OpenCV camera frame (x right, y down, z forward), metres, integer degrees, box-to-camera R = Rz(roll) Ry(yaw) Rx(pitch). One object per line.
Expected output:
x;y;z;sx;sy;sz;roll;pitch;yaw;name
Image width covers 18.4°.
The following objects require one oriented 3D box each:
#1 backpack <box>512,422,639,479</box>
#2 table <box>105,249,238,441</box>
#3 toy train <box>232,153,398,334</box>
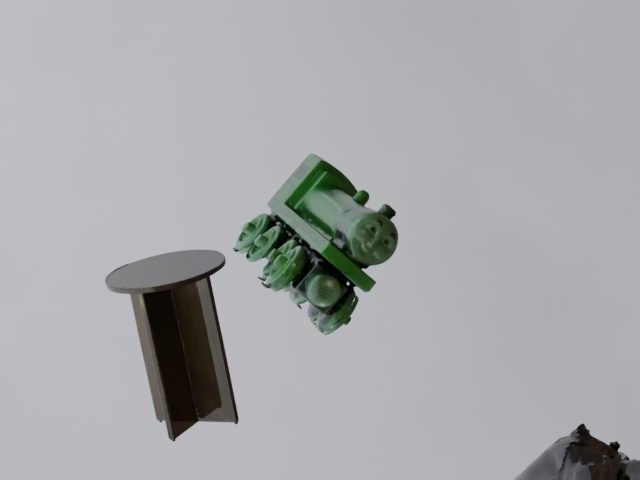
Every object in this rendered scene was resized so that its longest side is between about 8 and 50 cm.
0.265;0.363;1.857;0.363;0.445;0.255;-42;-65;-15;backpack
-0.189;0.144;2.689;0.167;0.167;0.227;-45;-54;-65;table
0.000;0.000;1.670;0.085;0.119;0.251;41;179;-17;toy train
